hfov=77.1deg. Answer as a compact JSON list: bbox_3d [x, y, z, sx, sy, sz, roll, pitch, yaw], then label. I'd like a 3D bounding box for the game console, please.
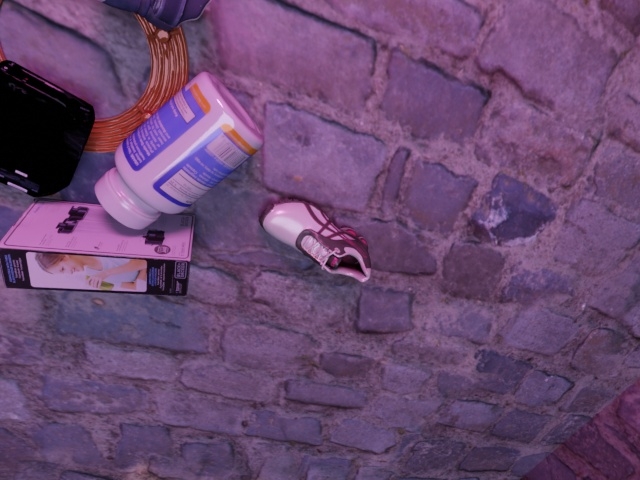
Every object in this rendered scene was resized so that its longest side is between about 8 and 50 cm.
[{"bbox_3d":[-0.558,-0.215,0.615,0.361,0.043,0.213,29,124,-24],"label":"game console"}]

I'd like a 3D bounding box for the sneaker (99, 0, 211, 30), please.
[{"bbox_3d":[-0.230,-0.418,0.566,0.164,0.086,0.226,6,94,-44],"label":"sneaker"}]

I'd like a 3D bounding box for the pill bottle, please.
[{"bbox_3d":[-0.246,-0.142,0.691,0.272,0.152,0.152,-36,122,10],"label":"pill bottle"}]

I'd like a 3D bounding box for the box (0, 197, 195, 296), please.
[{"bbox_3d":[-0.390,0.012,0.745,0.290,0.169,0.087,5,122,-18],"label":"box"}]

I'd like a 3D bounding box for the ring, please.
[{"bbox_3d":[-0.385,-0.298,0.633,0.337,0.032,0.336,-6,123,-9],"label":"ring"}]

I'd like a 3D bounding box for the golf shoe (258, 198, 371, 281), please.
[{"bbox_3d":[0.000,0.000,0.859,0.273,0.120,0.105,23,115,-23],"label":"golf shoe"}]
